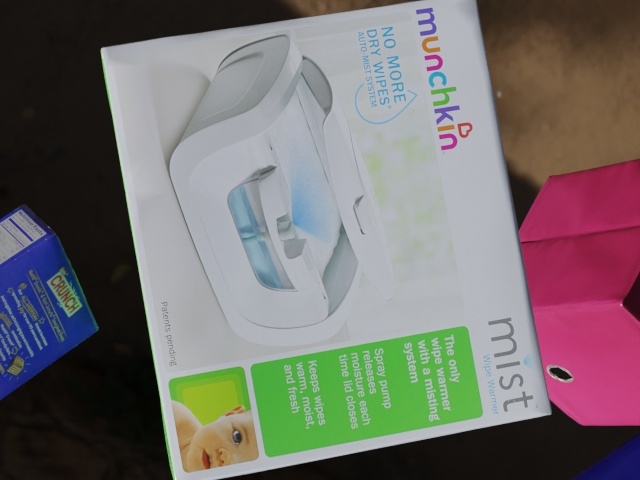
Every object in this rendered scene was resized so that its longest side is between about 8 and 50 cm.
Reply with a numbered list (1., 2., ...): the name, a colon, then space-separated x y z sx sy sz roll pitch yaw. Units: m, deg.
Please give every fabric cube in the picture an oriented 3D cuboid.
1. fabric cube: 0.406 0.069 1.715 0.254 0.259 0.258 44 152 -23

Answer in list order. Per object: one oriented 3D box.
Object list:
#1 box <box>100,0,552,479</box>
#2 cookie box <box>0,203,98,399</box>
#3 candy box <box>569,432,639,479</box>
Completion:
1. box: 0.000 0.000 0.841 0.231 0.261 0.127 -9 177 -6
2. cookie box: -0.191 0.046 0.772 0.107 0.040 0.091 -36 141 -20
3. candy box: 0.327 0.385 1.434 0.317 0.268 0.122 -27 158 -24
